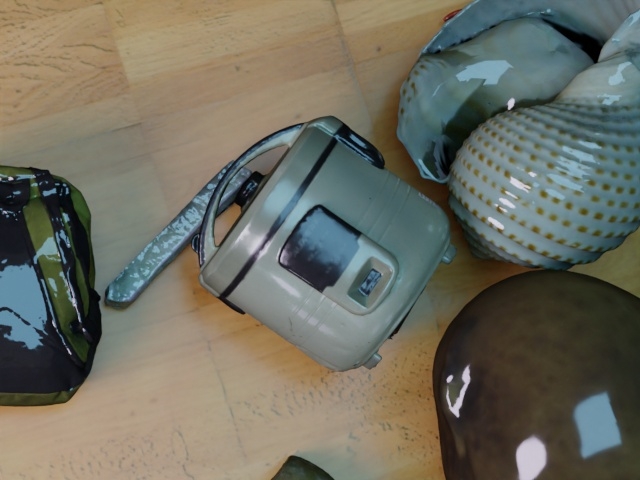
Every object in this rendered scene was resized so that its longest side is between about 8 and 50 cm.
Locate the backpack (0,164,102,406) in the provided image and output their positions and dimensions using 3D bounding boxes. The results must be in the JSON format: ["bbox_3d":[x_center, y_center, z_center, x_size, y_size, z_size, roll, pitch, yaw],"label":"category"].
[{"bbox_3d":[-0.326,0.043,1.717,0.207,0.140,0.253,2,84,-12],"label":"backpack"}]

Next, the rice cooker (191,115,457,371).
[{"bbox_3d":[0.000,0.000,1.743,0.244,0.226,0.226,36,76,-1],"label":"rice cooker"}]

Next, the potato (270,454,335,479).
[{"bbox_3d":[-0.048,0.345,1.733,0.269,0.112,0.255,16,77,-9],"label":"potato"}]

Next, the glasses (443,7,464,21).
[{"bbox_3d":[0.228,-0.383,1.906,0.268,0.118,0.234,-28,87,-14],"label":"glasses"}]

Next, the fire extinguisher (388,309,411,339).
[{"bbox_3d":[0.085,0.077,1.848,0.028,0.022,0.083,23,74,34],"label":"fire extinguisher"}]

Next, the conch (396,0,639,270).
[{"bbox_3d":[0.253,-0.123,1.806,0.319,0.215,0.303,-42,55,-7],"label":"conch"}]

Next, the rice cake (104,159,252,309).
[{"bbox_3d":[-0.154,-0.003,1.807,0.034,0.043,0.211,42,75,6],"label":"rice cake"}]

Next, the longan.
[{"bbox_3d":[0.257,0.188,1.716,0.319,0.319,0.319,2,80,-10],"label":"longan"}]
